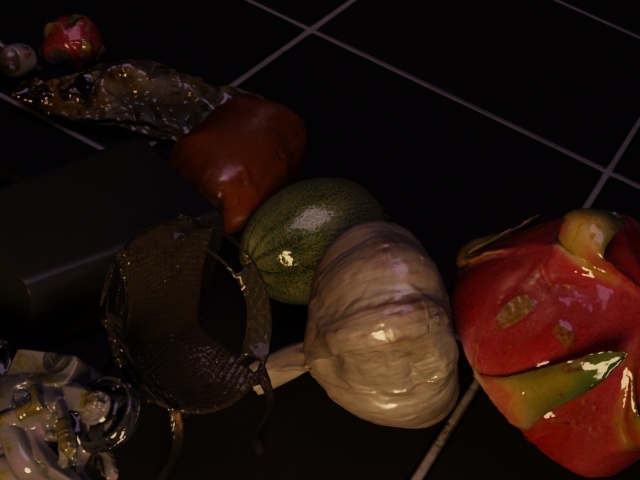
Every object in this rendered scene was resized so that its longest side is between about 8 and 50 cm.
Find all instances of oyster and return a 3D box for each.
[{"bbox_3d":[-0.213,-0.174,1.498,0.345,0.078,0.128,6,46,-19],"label":"oyster"}]

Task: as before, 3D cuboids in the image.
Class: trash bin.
[{"bbox_3d":[-0.242,0.003,1.224,0.226,0.115,0.165,-23,54,-37],"label":"trash bin"}]

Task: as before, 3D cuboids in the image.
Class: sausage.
[{"bbox_3d":[-0.092,-0.089,1.380,0.133,0.133,0.258,23,29,7],"label":"sausage"}]

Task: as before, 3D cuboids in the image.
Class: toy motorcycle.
[{"bbox_3d":[-0.254,0.165,0.996,0.225,0.073,0.152,11,66,37],"label":"toy motorcycle"}]

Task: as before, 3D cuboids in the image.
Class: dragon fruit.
[{"bbox_3d":[-0.330,-0.266,1.571,0.083,0.060,0.056,19,33,-2],"label":"dragon fruit"},{"bbox_3d":[0.286,0.090,1.198,0.291,0.189,0.290,39,28,-26],"label":"dragon fruit"}]

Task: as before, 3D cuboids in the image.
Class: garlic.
[{"bbox_3d":[0.027,0.098,1.166,0.212,0.218,0.218,-17,41,3],"label":"garlic"}]

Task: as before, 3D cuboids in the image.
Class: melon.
[{"bbox_3d":[0.000,0.000,1.296,0.192,0.139,0.139,-20,50,-35],"label":"melon"}]

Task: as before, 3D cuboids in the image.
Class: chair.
[{"bbox_3d":[-0.124,0.098,1.067,0.174,0.213,0.149,-21,46,-40],"label":"chair"}]

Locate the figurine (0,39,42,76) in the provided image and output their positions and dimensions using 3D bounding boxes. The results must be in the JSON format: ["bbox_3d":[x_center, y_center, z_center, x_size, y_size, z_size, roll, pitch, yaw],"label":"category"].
[{"bbox_3d":[-0.450,-0.246,1.483,0.205,0.103,0.260,39,20,-37],"label":"figurine"}]

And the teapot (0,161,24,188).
[{"bbox_3d":[-0.441,-0.138,1.298,0.269,0.173,0.182,35,1,-15],"label":"teapot"}]
